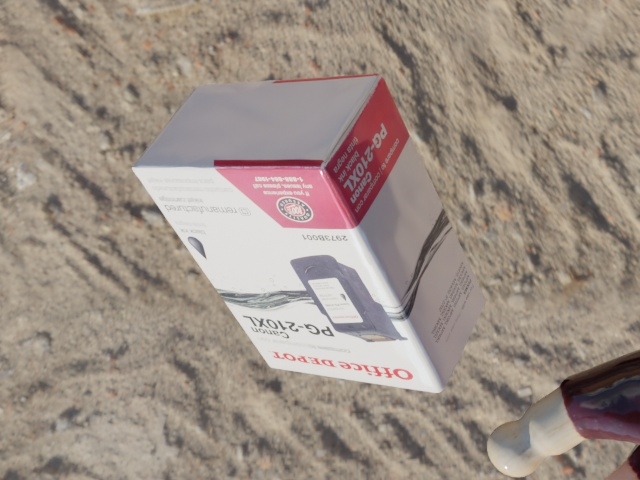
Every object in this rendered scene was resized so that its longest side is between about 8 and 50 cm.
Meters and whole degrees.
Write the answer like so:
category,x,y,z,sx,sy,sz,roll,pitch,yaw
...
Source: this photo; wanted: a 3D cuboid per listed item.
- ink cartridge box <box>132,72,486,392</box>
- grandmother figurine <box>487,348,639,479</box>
category,x,y,z,sx,sy,sz,roll,pitch,yaw
ink cartridge box,0.000,0.000,0.724,0.172,0.100,0.237,3,138,36
grandmother figurine,0.186,0.131,0.452,0.208,0.104,0.342,27,100,-5
